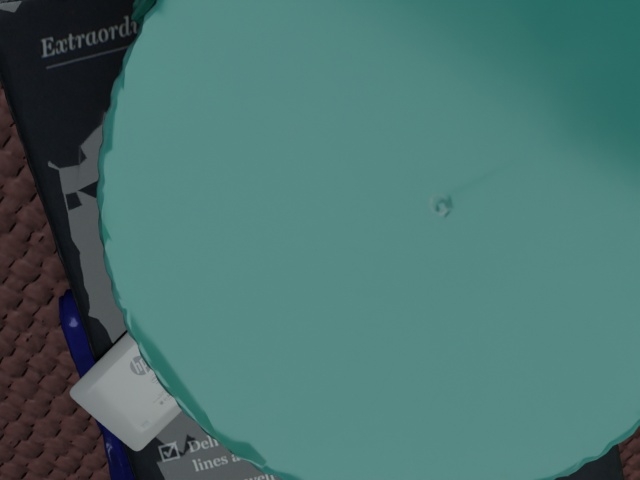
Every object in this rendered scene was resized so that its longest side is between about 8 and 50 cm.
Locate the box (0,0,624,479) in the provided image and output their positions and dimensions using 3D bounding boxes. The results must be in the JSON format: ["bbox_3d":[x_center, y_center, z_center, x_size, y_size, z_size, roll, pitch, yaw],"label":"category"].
[{"bbox_3d":[0.000,0.000,0.609,0.293,0.212,0.395,-14,104,-1],"label":"box"}]

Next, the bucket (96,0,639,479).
[{"bbox_3d":[0.036,-0.033,0.402,0.281,0.183,0.281,-1,103,-5],"label":"bucket"}]

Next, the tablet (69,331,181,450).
[{"bbox_3d":[-0.094,0.075,0.507,0.083,0.006,0.054,-44,102,7],"label":"tablet"}]

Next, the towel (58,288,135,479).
[{"bbox_3d":[-0.057,0.107,0.808,0.308,0.076,0.228,-8,125,-4],"label":"towel"}]
